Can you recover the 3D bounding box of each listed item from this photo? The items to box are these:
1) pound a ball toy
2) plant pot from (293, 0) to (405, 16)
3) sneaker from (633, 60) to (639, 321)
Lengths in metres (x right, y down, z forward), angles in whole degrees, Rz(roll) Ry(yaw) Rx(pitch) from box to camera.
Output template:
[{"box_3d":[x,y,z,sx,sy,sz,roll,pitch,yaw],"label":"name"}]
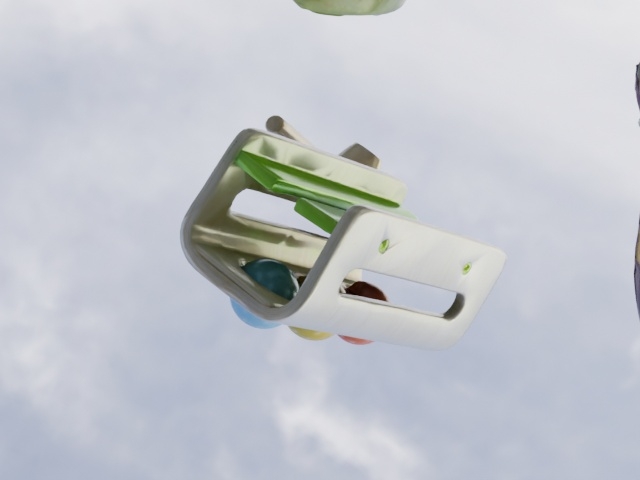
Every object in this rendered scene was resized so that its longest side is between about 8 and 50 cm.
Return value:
[{"box_3d":[0.000,0.000,1.530,0.208,0.135,0.319,36,-170,28],"label":"pound a ball toy"},{"box_3d":[-0.001,-0.278,1.110,0.276,0.254,0.276,14,-158,-6],"label":"plant pot"},{"box_3d":[0.157,-0.034,0.796,0.084,0.069,0.185,24,-109,-53],"label":"sneaker"}]
